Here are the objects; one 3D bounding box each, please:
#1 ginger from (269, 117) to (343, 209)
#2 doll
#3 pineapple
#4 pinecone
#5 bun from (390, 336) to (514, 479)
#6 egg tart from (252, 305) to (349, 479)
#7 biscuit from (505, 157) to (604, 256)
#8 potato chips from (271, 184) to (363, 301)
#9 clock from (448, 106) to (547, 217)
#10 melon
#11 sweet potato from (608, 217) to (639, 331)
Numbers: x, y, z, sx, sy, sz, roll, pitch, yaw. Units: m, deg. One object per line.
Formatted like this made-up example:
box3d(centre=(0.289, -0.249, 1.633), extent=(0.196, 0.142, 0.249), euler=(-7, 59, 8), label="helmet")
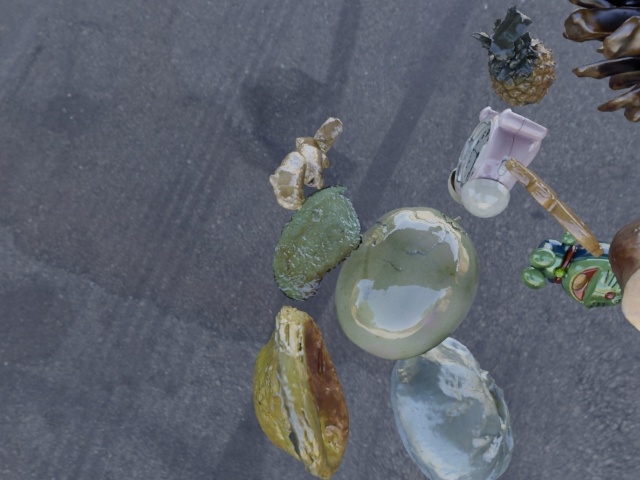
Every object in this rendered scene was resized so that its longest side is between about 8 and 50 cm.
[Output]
box3d(centre=(-0.018, -0.141, 1.066), extent=(0.089, 0.075, 0.288), euler=(34, 36, -3), label="ginger")
box3d(centre=(0.768, 0.083, 1.770), extent=(0.322, 0.198, 0.186), euler=(23, 41, 9), label="doll")
box3d(centre=(0.347, -0.328, 1.080), extent=(0.128, 0.248, 0.128), euler=(-4, 81, 28), label="pineapple")
box3d(centre=(0.340, -0.211, 0.584), extent=(0.201, 0.229, 0.202), euler=(39, 115, -7), label="pinecone")
box3d(centre=(0.301, 0.373, 1.343), extent=(0.194, 0.354, 0.354), euler=(-25, 58, 29), label="bun")
box3d(centre=(-0.062, 0.386, 1.545), extent=(0.178, 0.443, 0.443), euler=(-17, 61, 10), label="egg tart")
box3d(centre=(0.342, -0.053, 0.887), extent=(0.027, 0.133, 0.184), euler=(-44, 59, 17), label="biscuit")
box3d(centre=(0.000, 0.000, 0.995), extent=(0.142, 0.026, 0.209), euler=(7, 72, 3), label="potato chips")
box3d(centre=(0.542, -0.244, 1.924), extent=(0.184, 0.342, 0.325), euler=(27, 102, -1), label="clock")
box3d(centre=(0.181, 0.084, 1.233), extent=(0.268, 0.268, 0.330), euler=(35, 99, 24), label="melon")
box3d(centre=(0.501, 0.020, 0.914), extent=(0.131, 0.131, 0.336), euler=(10, 27, 15), label="sweet potato")
